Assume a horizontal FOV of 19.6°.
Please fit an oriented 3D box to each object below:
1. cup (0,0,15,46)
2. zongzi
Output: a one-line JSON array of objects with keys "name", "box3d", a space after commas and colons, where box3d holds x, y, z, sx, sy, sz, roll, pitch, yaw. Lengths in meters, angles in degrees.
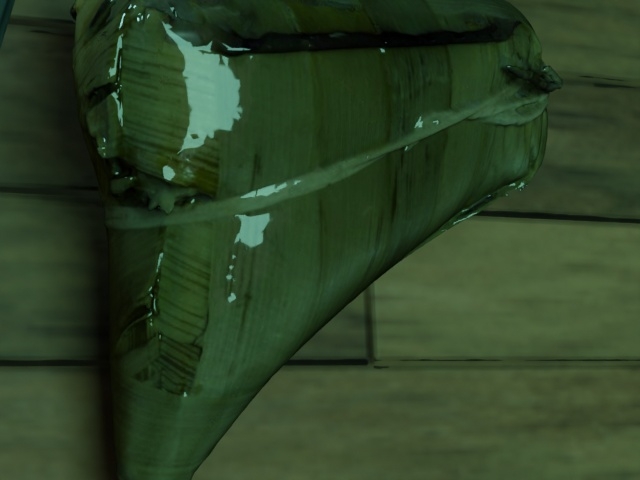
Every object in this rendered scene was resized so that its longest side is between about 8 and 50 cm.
[{"name": "cup", "box3d": [-0.179, -0.023, 0.421, 0.331, 0.257, 0.311, 44, 30, -27]}, {"name": "zongzi", "box3d": [0.000, 0.000, 0.681, 0.194, 0.099, 0.197, -5, 95, -32]}]
